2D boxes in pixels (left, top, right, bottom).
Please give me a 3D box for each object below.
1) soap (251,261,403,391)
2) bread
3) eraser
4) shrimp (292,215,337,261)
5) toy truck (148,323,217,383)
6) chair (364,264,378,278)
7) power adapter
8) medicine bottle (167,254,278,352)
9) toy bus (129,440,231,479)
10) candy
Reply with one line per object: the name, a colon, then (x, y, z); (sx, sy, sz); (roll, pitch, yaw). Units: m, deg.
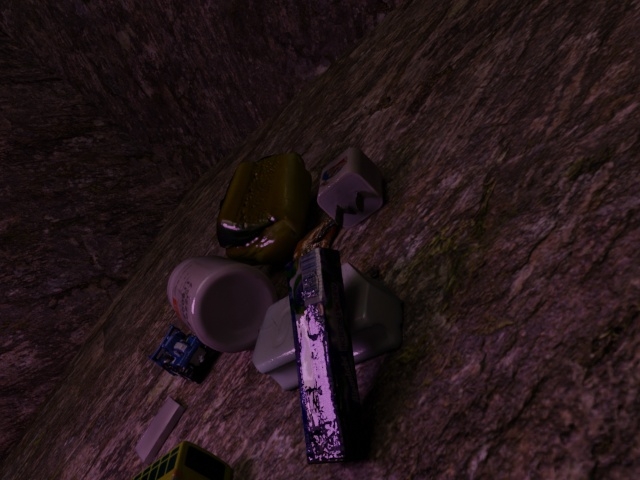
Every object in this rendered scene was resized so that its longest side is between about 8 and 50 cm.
soap: (0.009, 0.150, 0.872); (0.290, 0.095, 0.172); (-32, 29, 34)
bread: (-0.152, -0.083, 1.376); (0.251, 0.208, 0.376); (-7, 37, 8)
eraser: (-0.403, 0.473, 1.199); (0.104, 0.023, 0.150); (-6, 48, 58)
shrimp: (0.000, 0.000, 1.203); (0.190, 0.042, 0.101); (-52, 43, -8)
toy truck: (-0.375, 0.302, 1.287); (0.208, 0.126, 0.113); (-16, 39, 54)
chair: (0.070, 0.074, 0.949); (0.086, 0.042, 0.037); (-42, 22, 14)
power adapter: (0.071, -0.108, 1.127); (0.130, 0.125, 0.204); (-36, 25, 26)
medicine bottle: (-0.268, 0.146, 1.229); (0.211, 0.211, 0.371); (-55, 23, -14)
toy bus: (-0.289, 0.484, 0.846); (0.262, 0.128, 0.150); (-39, 25, 20)
candy: (0.005, 0.167, 0.723); (0.088, 0.061, 0.312); (-26, 62, 40)
